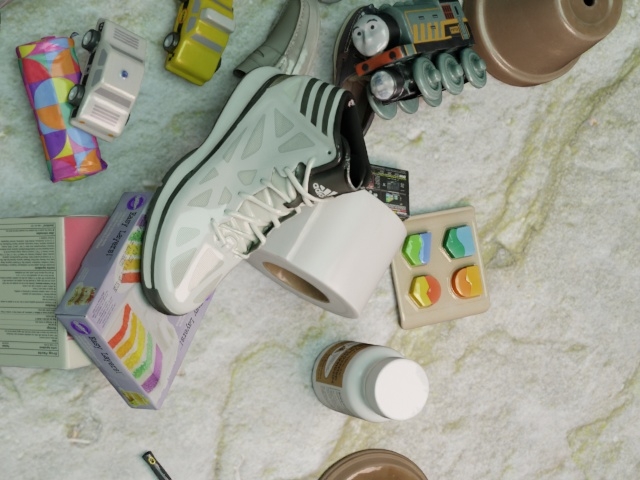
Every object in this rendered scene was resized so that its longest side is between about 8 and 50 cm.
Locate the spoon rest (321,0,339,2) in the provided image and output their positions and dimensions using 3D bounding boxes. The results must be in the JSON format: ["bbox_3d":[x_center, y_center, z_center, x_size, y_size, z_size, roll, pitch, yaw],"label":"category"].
[{"bbox_3d":[0.071,-0.539,2.077,0.276,0.084,0.137,-49,139,-13],"label":"spoon rest"}]

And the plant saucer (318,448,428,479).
[{"bbox_3d":[0.099,0.519,2.117,0.277,0.041,0.278,0,90,-25],"label":"plant saucer"}]

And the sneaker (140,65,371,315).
[{"bbox_3d":[-0.087,-0.071,1.782,0.169,0.257,0.448,44,67,-45],"label":"sneaker"}]

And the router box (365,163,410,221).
[{"bbox_3d":[0.101,-0.087,2.103,0.122,0.038,0.092,9,68,-23],"label":"router box"}]

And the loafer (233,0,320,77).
[{"bbox_3d":[-0.090,-0.281,1.993,0.111,0.112,0.320,23,82,-31],"label":"loafer"}]

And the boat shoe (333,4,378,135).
[{"bbox_3d":[0.071,-0.283,2.072,0.102,0.092,0.285,19,83,-23],"label":"boat shoe"}]

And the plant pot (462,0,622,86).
[{"bbox_3d":[0.431,-0.424,2.158,0.263,0.229,0.263,-1,91,-24],"label":"plant pot"}]

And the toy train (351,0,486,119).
[{"bbox_3d":[0.168,-0.327,2.034,0.334,0.142,0.190,-22,91,-54],"label":"toy train"}]

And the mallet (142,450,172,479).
[{"bbox_3d":[-0.231,0.429,1.976,0.062,0.039,0.190,-31,98,-19],"label":"mallet"}]

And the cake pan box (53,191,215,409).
[{"bbox_3d":[-0.280,0.091,1.834,0.267,0.070,0.246,-67,146,-37],"label":"cake pan box"}]

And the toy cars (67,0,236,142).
[{"bbox_3d":[-0.254,-0.307,1.881,0.393,0.087,0.177,-39,111,-36],"label":"toy cars"}]

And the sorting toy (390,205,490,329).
[{"bbox_3d":[0.223,0.050,2.170,0.193,0.038,0.208,-10,94,-23],"label":"sorting toy"}]

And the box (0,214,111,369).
[{"bbox_3d":[-0.412,0.077,1.812,0.127,0.148,0.232,-4,93,-62],"label":"box"}]

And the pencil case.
[{"bbox_3d":[-0.411,-0.212,1.860,0.104,0.104,0.236,-15,97,-23],"label":"pencil case"}]

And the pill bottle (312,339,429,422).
[{"bbox_3d":[0.087,0.244,2.006,0.131,0.229,0.131,0,90,-24],"label":"pill bottle"}]

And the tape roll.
[{"bbox_3d":[0.000,0.000,1.961,0.246,0.246,0.169,35,78,-20],"label":"tape roll"}]

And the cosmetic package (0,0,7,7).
[{"bbox_3d":[-0.409,-0.539,1.830,0.365,0.155,0.197,-40,108,-20],"label":"cosmetic package"}]
